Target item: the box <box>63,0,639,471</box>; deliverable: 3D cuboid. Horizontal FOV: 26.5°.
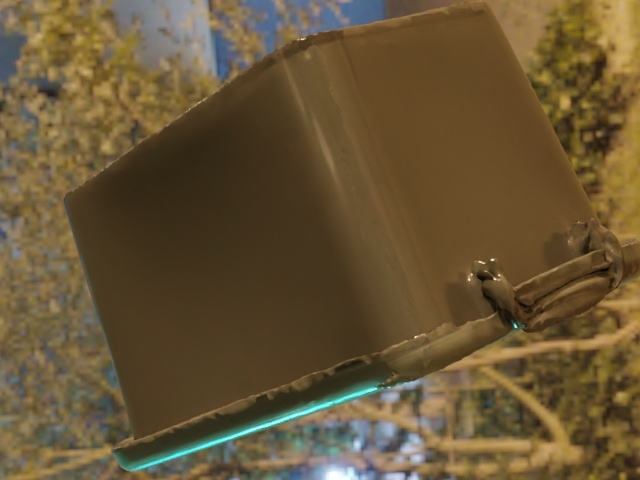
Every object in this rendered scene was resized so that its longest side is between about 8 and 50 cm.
[{"bbox_3d":[0.000,0.000,0.592,0.243,0.163,0.135,-25,85,49],"label":"box"}]
